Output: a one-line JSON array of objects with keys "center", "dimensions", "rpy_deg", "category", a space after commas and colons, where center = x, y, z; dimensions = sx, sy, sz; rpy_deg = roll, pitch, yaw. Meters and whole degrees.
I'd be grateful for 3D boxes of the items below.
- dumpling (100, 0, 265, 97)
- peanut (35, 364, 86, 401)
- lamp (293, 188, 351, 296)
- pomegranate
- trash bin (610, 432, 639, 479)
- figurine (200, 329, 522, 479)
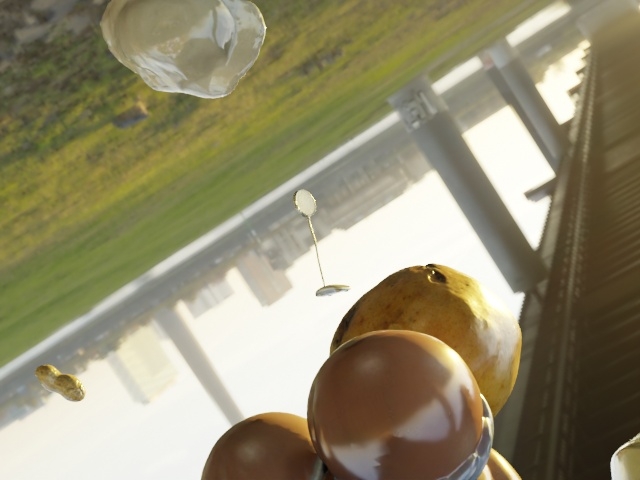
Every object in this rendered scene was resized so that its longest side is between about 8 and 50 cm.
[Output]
[{"center": [-0.206, -0.293, 1.286], "dimensions": [0.250, 0.162, 0.132], "rpy_deg": [6, -171, 9], "category": "dumpling"}, {"center": [-0.388, 0.214, 1.315], "dimensions": [0.037, 0.083, 0.037], "rpy_deg": [-62, -175, 10], "category": "peanut"}, {"center": [0.000, 0.000, 1.469], "dimensions": [0.056, 0.198, 0.050], "rpy_deg": [-28, 157, 37], "category": "lamp"}, {"center": [0.138, 0.158, 1.167], "dimensions": [0.260, 0.260, 0.260], "rpy_deg": [-33, -177, 2], "category": "pomegranate"}, {"center": [0.447, 0.162, 0.713], "dimensions": [0.432, 0.280, 0.280], "rpy_deg": [-43, -174, -14], "category": "trash bin"}, {"center": [0.061, 0.289, 0.636], "dimensions": [0.277, 0.248, 0.388], "rpy_deg": [-38, -138, 36], "category": "figurine"}]
